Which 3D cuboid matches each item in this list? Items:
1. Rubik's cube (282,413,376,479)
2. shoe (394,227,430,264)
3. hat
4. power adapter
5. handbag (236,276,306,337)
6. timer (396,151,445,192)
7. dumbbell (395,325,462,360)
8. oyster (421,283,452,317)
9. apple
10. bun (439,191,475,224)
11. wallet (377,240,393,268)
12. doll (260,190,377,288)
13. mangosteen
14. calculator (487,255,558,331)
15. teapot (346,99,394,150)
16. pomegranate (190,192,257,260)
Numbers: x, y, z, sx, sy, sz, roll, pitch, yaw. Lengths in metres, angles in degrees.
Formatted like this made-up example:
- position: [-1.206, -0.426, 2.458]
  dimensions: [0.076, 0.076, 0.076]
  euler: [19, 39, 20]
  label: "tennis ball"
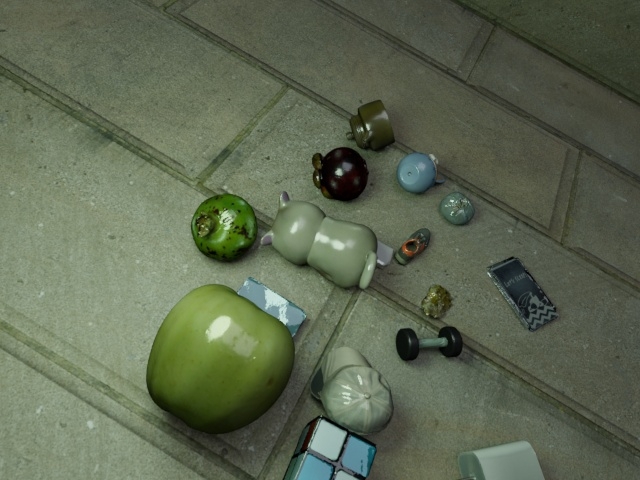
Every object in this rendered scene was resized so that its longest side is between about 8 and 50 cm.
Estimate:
- position: [0.018, 0.569, 1.096]
  dimensions: [0.167, 0.180, 0.184]
  euler: [26, 59, 1]
  label: "Rubik's cube"
- position: [0.347, 0.010, 1.577]
  dimensions: [0.074, 0.077, 0.194]
  euler: [44, 59, 11]
  label: "shoe"
- position: [0.101, 0.401, 1.221]
  dimensions: [0.231, 0.161, 0.275]
  euler: [13, 26, -12]
  label: "hat"
- position: [0.481, 0.673, 1.205]
  dimensions: [0.254, 0.124, 0.187]
  euler: [-1, 60, -18]
  label: "power adapter"
- position: [-0.166, 0.222, 1.319]
  dimensions: [0.221, 0.057, 0.144]
  euler: [34, 61, 5]
  label: "handbag"
- position: [0.413, -0.282, 1.720]
  dimensions: [0.255, 0.175, 0.175]
  euler: [-27, 71, -29]
  label: "timer"
- position: [0.343, 0.324, 1.381]
  dimensions: [0.190, 0.100, 0.100]
  euler: [2, 60, -16]
  label: "dumbbell"
- position: [0.399, 0.208, 1.508]
  dimensions: [0.145, 0.045, 0.122]
  euler: [-3, 48, -19]
  label: "oyster"
- position: [-0.242, 0.295, 1.086]
  dimensions: [0.356, 0.357, 0.358]
  euler: [7, 59, -12]
  label: "apple"
- position: [0.541, -0.130, 1.714]
  dimensions: [0.140, 0.083, 0.141]
  euler: [7, 62, -14]
  label: "bun"
- position: [0.166, 0.025, 1.542]
  dimensions: [0.189, 0.033, 0.095]
  euler: [31, 59, 3]
  label: "wallet"
- position: [0.017, 0.009, 1.409]
  dimensions: [0.370, 0.226, 0.215]
  euler: [24, 87, 10]
  label: "doll"
- position: [0.074, -0.238, 1.581]
  dimensions: [0.209, 0.210, 0.210]
  euler: [7, 59, -12]
  label: "mangosteen"
- position: [0.749, 0.191, 1.624]
  dimensions: [0.165, 0.028, 0.274]
  euler: [-19, 66, -22]
  label: "calculator"
- position: [0.186, -0.452, 1.754]
  dimensions: [0.175, 0.186, 0.268]
  euler: [-18, 31, 6]
  label: "teapot"
- position: [-0.305, -0.044, 1.325]
  dimensions: [0.210, 0.263, 0.211]
  euler: [-2, 84, 20]
  label: "pomegranate"
